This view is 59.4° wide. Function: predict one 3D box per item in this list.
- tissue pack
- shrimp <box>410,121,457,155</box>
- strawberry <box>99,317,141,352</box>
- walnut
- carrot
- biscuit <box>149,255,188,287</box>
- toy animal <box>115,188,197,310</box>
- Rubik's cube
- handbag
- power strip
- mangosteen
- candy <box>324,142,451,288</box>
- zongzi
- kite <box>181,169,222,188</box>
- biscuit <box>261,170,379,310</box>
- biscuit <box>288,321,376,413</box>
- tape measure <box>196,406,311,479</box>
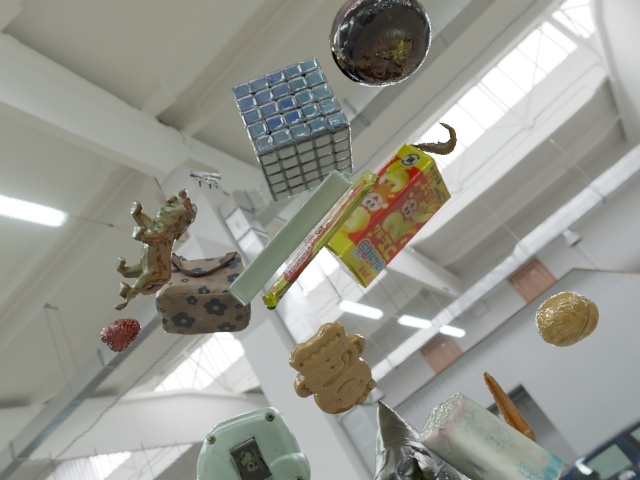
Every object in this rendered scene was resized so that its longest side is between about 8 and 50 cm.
[{"bbox_3d":[0.380,0.481,1.283,0.124,0.271,0.201,-51,-9,-28],"label":"tissue pack"},{"bbox_3d":[0.305,-0.273,1.515,0.127,0.025,0.091,-2,-73,6],"label":"shrimp"},{"bbox_3d":[-0.498,0.233,1.404,0.096,0.083,0.083,-36,-26,-26],"label":"strawberry"},{"bbox_3d":[0.773,0.247,1.770,0.165,0.165,0.197,-18,-23,-26],"label":"walnut"},{"bbox_3d":[0.594,0.536,1.781,0.066,0.271,0.062,-16,-20,-50],"label":"carrot"},{"bbox_3d":[-0.507,0.133,1.947,0.235,0.063,0.151,-19,-65,28],"label":"biscuit"},{"bbox_3d":[-0.397,0.018,1.369,0.157,0.097,0.312,13,-85,-36],"label":"toy animal"},{"bbox_3d":[-0.066,-0.277,1.435,0.237,0.237,0.238,-22,-25,-2],"label":"Rubik's cube"},{"bbox_3d":[-0.317,0.141,1.561,0.251,0.193,0.190,-2,-46,-5],"label":"handbag"},{"bbox_3d":[-0.060,-0.018,1.250,0.385,0.062,0.091,-50,4,-15],"label":"power strip"},{"bbox_3d":[0.110,-0.406,1.083,0.192,0.217,0.192,-5,-40,-5],"label":"mangosteen"},{"bbox_3d":[0.134,-0.049,1.154,0.276,0.088,0.146,-45,-40,-6],"label":"candy"},{"bbox_3d":[0.186,0.556,1.436,0.208,0.432,0.403,-40,-38,8],"label":"zongzi"},{"bbox_3d":[-0.379,-0.201,1.829,0.127,0.016,0.229,11,-9,-7],"label":"kite"},{"bbox_3d":[0.000,0.000,0.959,0.026,0.048,0.292,38,-87,-37],"label":"biscuit"},{"bbox_3d":[0.020,0.209,0.881,0.133,0.027,0.184,-27,-58,-19],"label":"biscuit"},{"bbox_3d":[-0.158,0.513,1.254,0.243,0.246,0.125,-29,-9,-8],"label":"tape measure"}]
